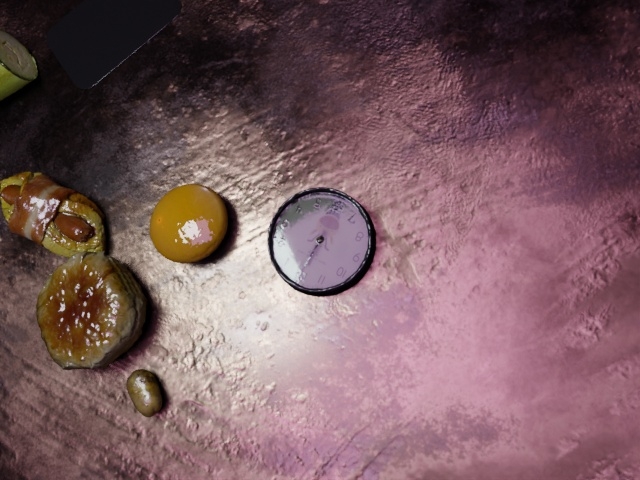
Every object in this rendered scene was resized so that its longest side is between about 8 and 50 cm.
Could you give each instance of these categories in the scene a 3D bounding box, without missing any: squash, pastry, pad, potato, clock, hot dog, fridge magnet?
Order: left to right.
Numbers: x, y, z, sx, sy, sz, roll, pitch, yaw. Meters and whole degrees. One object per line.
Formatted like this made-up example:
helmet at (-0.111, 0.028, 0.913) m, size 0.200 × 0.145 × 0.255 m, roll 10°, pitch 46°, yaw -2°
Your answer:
squash at (-0.668, -0.319, 1.118) m, size 0.187 × 0.123 × 0.123 m, roll -30°, pitch 74°, yaw 8°
hot dog at (-0.502, -0.054, 1.038) m, size 0.262 × 0.093 × 0.123 m, roll 22°, pitch 85°, yaw 15°
pastry at (-0.393, 0.124, 0.979) m, size 0.182 × 0.093 × 0.192 m, roll -38°, pitch 70°, yaw 3°
pad at (-0.417, -0.436, 1.144) m, size 0.267 × 0.004 × 0.181 m, roll -38°, pitch 73°, yaw 2°
potato at (-0.294, 0.254, 0.958) m, size 0.051 × 0.040 × 0.083 m, roll -34°, pitch 72°, yaw 13°
fridge magnet at (-0.227, -0.029, 0.990) m, size 0.143 × 0.063 × 0.143 m, roll -3°, pitch 77°, yaw 11°
clock at (0.000, 0.000, 0.946) m, size 0.185 × 0.040 × 0.184 m, roll -2°, pitch 78°, yaw 11°
